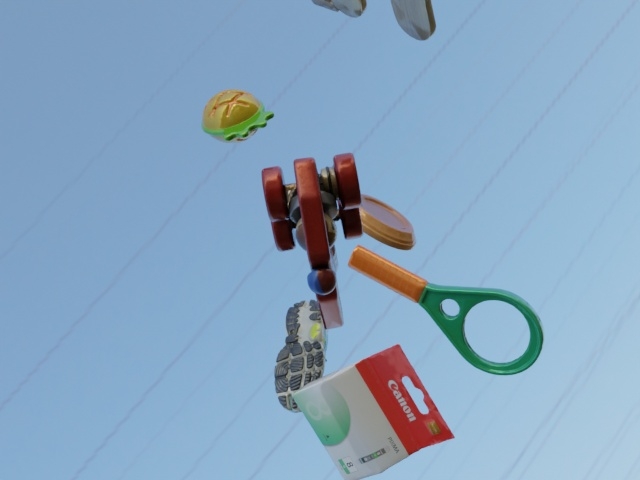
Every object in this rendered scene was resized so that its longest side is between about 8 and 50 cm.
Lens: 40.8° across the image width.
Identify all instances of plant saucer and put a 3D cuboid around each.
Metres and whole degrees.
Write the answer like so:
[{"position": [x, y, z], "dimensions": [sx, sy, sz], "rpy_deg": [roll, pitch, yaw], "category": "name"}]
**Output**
[{"position": [0.137, -0.049, 1.958], "dimensions": [0.200, 0.200, 0.037], "rpy_deg": [10, -61, -44], "category": "plant saucer"}]

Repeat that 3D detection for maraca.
[{"position": [-0.160, -0.233, 1.643], "dimensions": [0.127, 0.185, 0.099], "rpy_deg": [-33, -57, -13], "category": "maraca"}]

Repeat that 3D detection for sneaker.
[{"position": [-0.021, 0.246, 1.776], "dimensions": [0.275, 0.107, 0.110], "rpy_deg": [-78, -29, -47], "category": "sneaker"}]

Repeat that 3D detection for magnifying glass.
[{"position": [0.135, 0.069, 0.941], "dimensions": [0.026, 0.231, 0.092], "rpy_deg": [-30, -36, -63], "category": "magnifying glass"}]

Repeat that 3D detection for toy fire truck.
[{"position": [0.000, 0.000, 1.541], "dimensions": [0.169, 0.254, 0.302], "rpy_deg": [-10, -26, 0], "category": "toy fire truck"}]

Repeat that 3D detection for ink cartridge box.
[{"position": [0.082, 0.288, 1.409], "dimensions": [0.056, 0.224, 0.181], "rpy_deg": [-32, -89, -48], "category": "ink cartridge box"}]

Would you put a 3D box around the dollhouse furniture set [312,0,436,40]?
[{"position": [0.143, -0.473, 1.334], "dimensions": [0.362, 0.394, 0.256], "rpy_deg": [-47, -38, -19], "category": "dollhouse furniture set"}]
